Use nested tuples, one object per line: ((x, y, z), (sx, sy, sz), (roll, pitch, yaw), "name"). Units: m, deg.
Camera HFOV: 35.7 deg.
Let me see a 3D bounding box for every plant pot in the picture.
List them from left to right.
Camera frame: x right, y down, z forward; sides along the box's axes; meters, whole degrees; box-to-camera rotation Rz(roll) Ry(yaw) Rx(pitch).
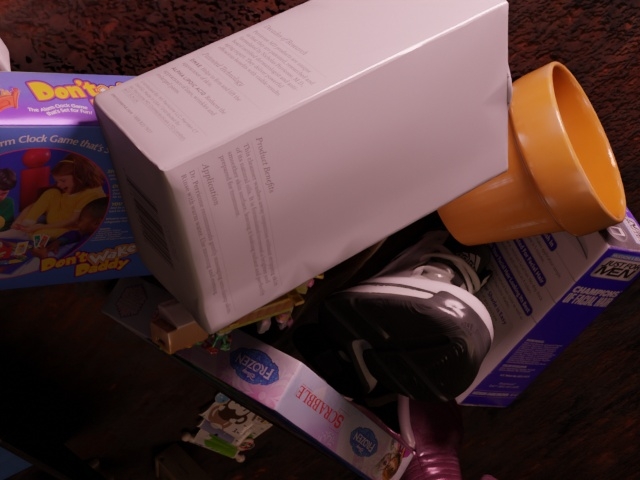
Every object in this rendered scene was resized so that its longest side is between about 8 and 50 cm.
((0.239, -0.084, 1.205), (0.188, 0.205, 0.205), (-24, 144, 28), "plant pot")

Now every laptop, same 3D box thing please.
((-0.485, 0.321, 1.303), (0.236, 0.408, 0.382), (-54, 143, -14), "laptop")

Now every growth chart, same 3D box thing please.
((-0.109, 0.268, 1.577), (0.237, 0.021, 0.172), (-41, 136, 22), "growth chart")

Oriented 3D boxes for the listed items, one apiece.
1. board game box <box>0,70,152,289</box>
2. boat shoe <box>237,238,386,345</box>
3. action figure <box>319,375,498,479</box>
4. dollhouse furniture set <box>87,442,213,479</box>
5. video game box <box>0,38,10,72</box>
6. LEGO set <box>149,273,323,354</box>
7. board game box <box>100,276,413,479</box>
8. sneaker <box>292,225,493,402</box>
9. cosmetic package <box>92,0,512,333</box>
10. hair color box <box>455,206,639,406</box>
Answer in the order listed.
((-0.251, -0.058, 1.031), (0.347, 0.078, 0.233), (-4, 139, -37), "board game box")
((0.000, 0.000, 1.256), (0.341, 0.121, 0.110), (-45, 174, 33), "boat shoe")
((0.176, 0.354, 1.526), (0.248, 0.370, 0.275), (-22, 143, 3), "action figure")
((-0.293, 0.460, 1.569), (0.242, 0.212, 0.161), (-32, 148, -32), "dollhouse furniture set")
((-0.406, -0.195, 0.879), (0.187, 0.048, 0.205), (-24, 142, -1), "video game box")
((-0.078, 0.061, 1.095), (0.132, 0.287, 0.107), (25, 133, 5), "LEGO set")
((-0.078, 0.183, 1.272), (0.066, 0.318, 0.318), (-57, 140, -12), "board game box")
((0.130, 0.057, 1.232), (0.257, 0.169, 0.447), (-44, -174, -19), "sneaker")
((-0.001, -0.104, 0.986), (0.385, 0.156, 0.217), (-28, 136, -22), "cosmetic package")
((0.286, 0.060, 1.385), (0.110, 0.185, 0.339), (8, 134, -32), "hair color box")
